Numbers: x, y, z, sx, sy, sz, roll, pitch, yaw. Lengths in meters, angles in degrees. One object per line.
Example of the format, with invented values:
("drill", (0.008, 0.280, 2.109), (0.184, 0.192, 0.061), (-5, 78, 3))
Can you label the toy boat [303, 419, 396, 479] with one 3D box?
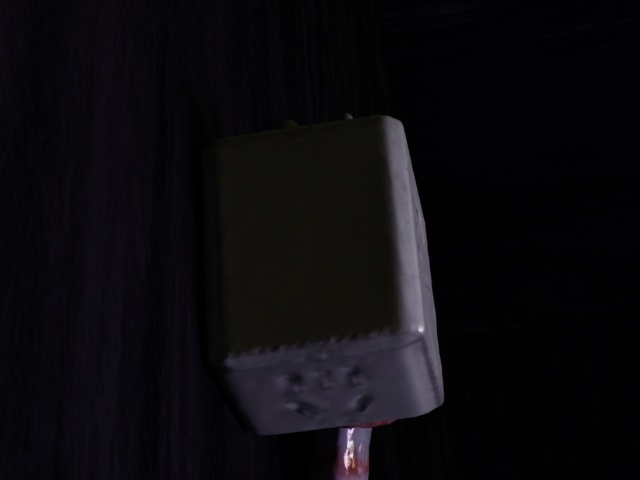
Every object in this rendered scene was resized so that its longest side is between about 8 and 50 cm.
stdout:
("toy boat", (0.013, 0.205, 1.249), (0.206, 0.096, 0.282), (134, -42, -80))

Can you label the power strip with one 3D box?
("power strip", (0.000, 0.000, 1.074), (0.140, 0.139, 0.224), (68, 16, -61))
